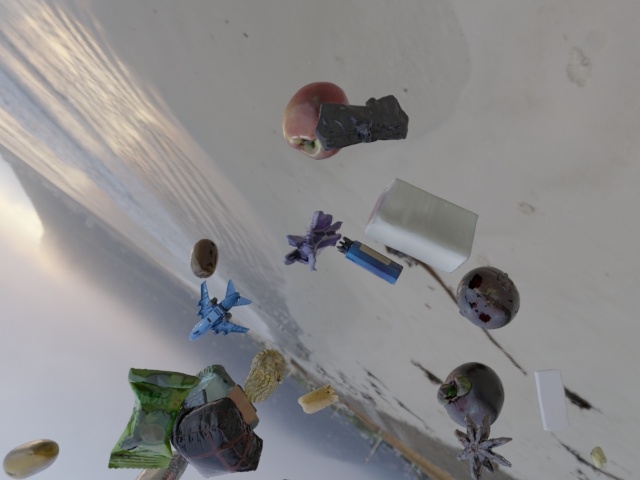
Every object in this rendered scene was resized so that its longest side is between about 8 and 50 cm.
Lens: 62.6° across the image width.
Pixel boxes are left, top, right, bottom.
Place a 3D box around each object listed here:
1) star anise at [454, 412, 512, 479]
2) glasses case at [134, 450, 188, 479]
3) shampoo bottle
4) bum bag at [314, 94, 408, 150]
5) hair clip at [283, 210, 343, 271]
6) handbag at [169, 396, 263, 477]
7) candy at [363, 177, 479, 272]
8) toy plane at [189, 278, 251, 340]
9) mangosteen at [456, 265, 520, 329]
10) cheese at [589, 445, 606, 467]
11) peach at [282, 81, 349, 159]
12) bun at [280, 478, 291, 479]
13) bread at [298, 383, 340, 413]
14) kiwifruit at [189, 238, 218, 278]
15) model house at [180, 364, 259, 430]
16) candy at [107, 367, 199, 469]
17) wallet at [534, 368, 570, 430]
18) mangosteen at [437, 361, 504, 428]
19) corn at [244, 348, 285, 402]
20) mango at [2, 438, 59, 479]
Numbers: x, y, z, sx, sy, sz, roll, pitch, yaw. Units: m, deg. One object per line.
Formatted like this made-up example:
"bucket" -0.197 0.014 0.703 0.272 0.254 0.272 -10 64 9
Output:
"star anise" 0.327 0.425 1.093 0.042 0.141 0.141 17 -178 -38
"glasses case" -0.514 0.755 1.669 0.327 0.125 0.076 -34 -71 -86
"shampoo bottle" 0.128 0.049 1.395 0.182 0.050 0.087 29 -155 8
"bum bag" 0.120 -0.342 1.516 0.074 0.309 0.137 -14 90 65
"hair clip" -0.014 -0.003 1.292 0.090 0.137 0.278 14 -162 11
"handbag" -0.259 0.507 1.347 0.169 0.155 0.216 -13 125 21
"candy" 0.350 -0.054 1.818 0.358 0.208 0.145 25 156 -4
"toy plane" -0.398 0.284 1.999 0.254 0.271 0.105 46 175 4
"mangosteen" 0.588 0.226 1.917 0.231 0.231 0.289 36 142 6
"cheese" 0.708 0.553 1.341 0.083 0.030 0.044 13 -134 -58
"peach" 0.002 -0.442 1.862 0.248 0.275 0.245 22 155 -11
"bun" -0.132 0.790 1.529 0.273 0.272 0.169 55 -162 -55
"bread" -0.007 0.699 2.315 0.134 0.173 0.085 93 154 -74
"kiwifruit" -0.316 0.047 1.433 0.075 0.075 0.125 46 -152 -36
"model house" -0.354 0.551 1.630 0.253 0.184 0.291 57 -167 0
"candy" -0.369 0.389 1.147 0.148 0.247 0.069 14 -174 -27
"wallet" 0.492 0.338 1.121 0.061 0.122 0.025 -3 170 -12
"mangosteen" 0.484 0.509 1.720 0.216 0.216 0.216 35 168 9
"corn" -0.161 0.396 1.513 0.106 0.106 0.293 35 147 8
"mango" -0.847 0.641 1.549 0.195 0.137 0.098 -28 76 38
